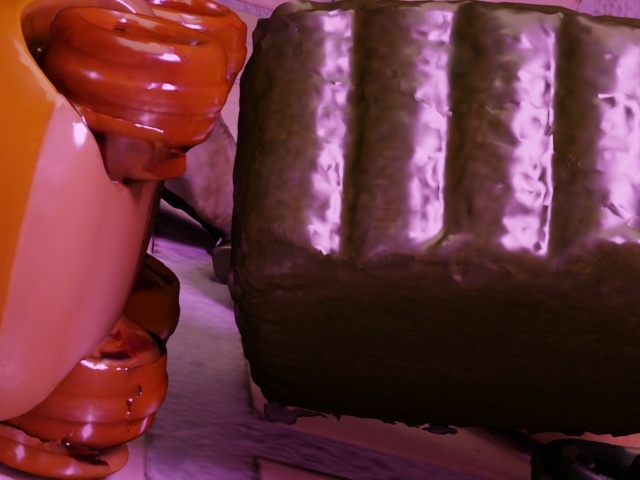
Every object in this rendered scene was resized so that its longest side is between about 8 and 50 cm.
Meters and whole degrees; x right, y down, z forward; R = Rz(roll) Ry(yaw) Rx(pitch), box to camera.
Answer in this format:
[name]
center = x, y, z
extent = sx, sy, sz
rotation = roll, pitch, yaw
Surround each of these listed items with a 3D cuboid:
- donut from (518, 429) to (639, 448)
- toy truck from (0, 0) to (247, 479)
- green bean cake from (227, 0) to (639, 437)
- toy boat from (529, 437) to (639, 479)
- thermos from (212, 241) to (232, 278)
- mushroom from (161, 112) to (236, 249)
[donut]
center = 0.216, 0.042, 1.085
extent = 0.330, 0.160, 0.330
rotation = 17, 13, -4
[toy truck]
center = -0.153, -0.033, 0.800
extent = 0.211, 0.204, 0.288
rotation = 14, 16, -1
[green bean cake]
center = 0.083, -0.006, 0.815
extent = 0.247, 0.156, 0.250
rotation = 4, -23, 3
[toy boat]
center = 0.210, 0.138, 0.896
extent = 0.210, 0.052, 0.104
rotation = 8, 17, -10
[thermos]
center = 0.000, 0.000, 1.143
extent = 0.137, 0.105, 0.193
rotation = -12, 4, 12
[mushroom]
center = -0.205, -0.091, 1.155
extent = 0.344, 0.130, 0.247
rotation = 12, 9, -21
